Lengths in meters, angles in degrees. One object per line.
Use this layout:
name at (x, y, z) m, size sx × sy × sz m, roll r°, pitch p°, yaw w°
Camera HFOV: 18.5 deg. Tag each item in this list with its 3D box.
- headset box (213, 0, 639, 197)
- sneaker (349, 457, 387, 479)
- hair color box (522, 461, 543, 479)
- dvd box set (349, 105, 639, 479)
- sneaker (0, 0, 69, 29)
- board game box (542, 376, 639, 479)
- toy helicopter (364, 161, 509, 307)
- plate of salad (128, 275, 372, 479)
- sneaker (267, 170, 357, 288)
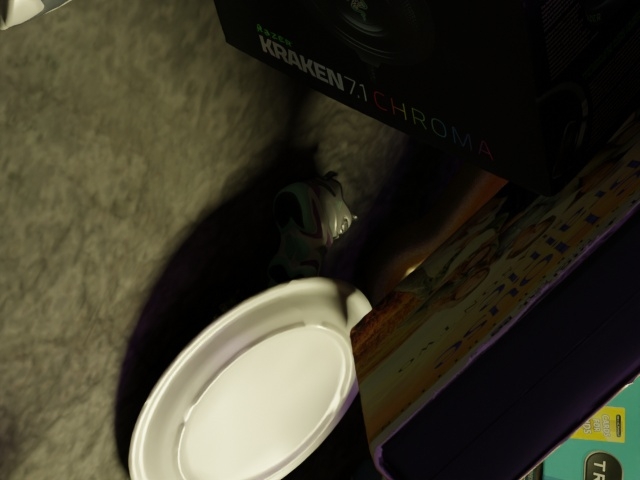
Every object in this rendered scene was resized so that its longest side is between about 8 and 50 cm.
headset box at (0.048, -0.198, 1.032) m, size 0.131 × 0.246 × 0.283 m, roll -47°, pitch 147°, yaw -24°
sneaker at (-0.010, 0.285, 1.460) m, size 0.112 × 0.131 × 0.296 m, roll 75°, pitch 26°, yaw -53°
hair color box at (0.124, 0.260, 1.511) m, size 0.347 × 0.105 × 0.174 m, roll 80°, pitch 17°, yaw -50°
dvd box set at (0.147, -0.002, 1.086) m, size 0.307 × 0.062 × 0.420 m, roll -43°, pitch -176°, yaw 4°
sneaker at (-0.086, -0.198, 0.897) m, size 0.153 × 0.094 × 0.235 m, roll -31°, pitch 162°, yaw -27°
board game box at (0.240, 0.165, 1.440) m, size 0.254 × 0.079 × 0.336 m, roll -42°, pitch 137°, yaw -53°
toy helicopter at (0.167, -0.068, 1.385) m, size 0.235 × 0.140 × 0.355 m, roll 30°, pitch 108°, yaw -24°
plate of salad at (-0.048, 0.100, 1.306) m, size 0.200 × 0.048 × 0.200 m, roll -27°, pitch 140°, yaw -25°
sneaker at (0.000, 0.000, 1.317) m, size 0.069 × 0.038 × 0.098 m, roll -27°, pitch 135°, yaw -44°
